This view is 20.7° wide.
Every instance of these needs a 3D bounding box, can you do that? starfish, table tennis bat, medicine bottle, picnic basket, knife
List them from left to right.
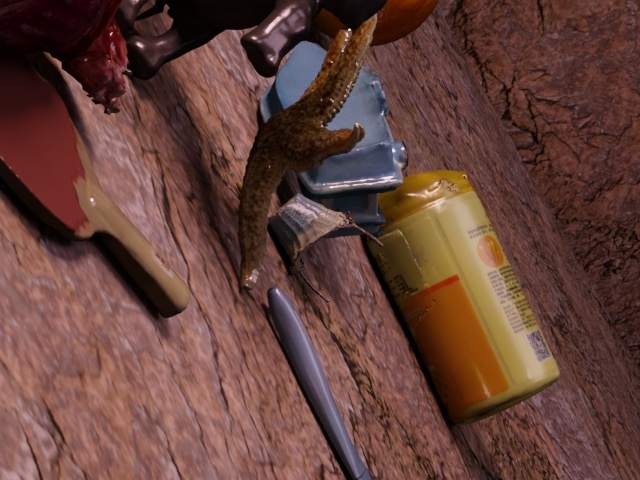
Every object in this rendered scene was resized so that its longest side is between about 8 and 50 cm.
[{"bbox_3d":[-0.141,-0.041,0.957,0.234,0.022,0.131,53,14,-36],"label":"table tennis bat"},{"bbox_3d":[-0.015,-0.068,1.226,0.050,0.217,0.223,26,74,-25],"label":"starfish"},{"bbox_3d":[0.000,0.000,1.361,0.083,0.065,0.083,46,9,-5],"label":"picnic basket"},{"bbox_3d":[0.032,0.174,1.252,0.313,0.019,0.044,65,9,-2],"label":"knife"},{"bbox_3d":[0.128,0.049,1.667,0.239,0.124,0.124,64,12,5],"label":"medicine bottle"}]

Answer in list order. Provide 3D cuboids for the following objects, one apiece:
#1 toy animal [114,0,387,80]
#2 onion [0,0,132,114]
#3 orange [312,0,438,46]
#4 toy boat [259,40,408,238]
[{"bbox_3d":[-0.039,-0.183,1.175,0.146,0.245,0.114,-38,124,-41],"label":"toy animal"},{"bbox_3d":[-0.151,-0.217,0.921,0.349,0.159,0.267,44,22,-49],"label":"onion"},{"bbox_3d":[0.033,-0.319,1.893,0.240,0.171,0.240,59,9,-15],"label":"orange"},{"bbox_3d":[0.007,-0.087,1.489,0.238,0.109,0.098,-112,-162,-56],"label":"toy boat"}]
